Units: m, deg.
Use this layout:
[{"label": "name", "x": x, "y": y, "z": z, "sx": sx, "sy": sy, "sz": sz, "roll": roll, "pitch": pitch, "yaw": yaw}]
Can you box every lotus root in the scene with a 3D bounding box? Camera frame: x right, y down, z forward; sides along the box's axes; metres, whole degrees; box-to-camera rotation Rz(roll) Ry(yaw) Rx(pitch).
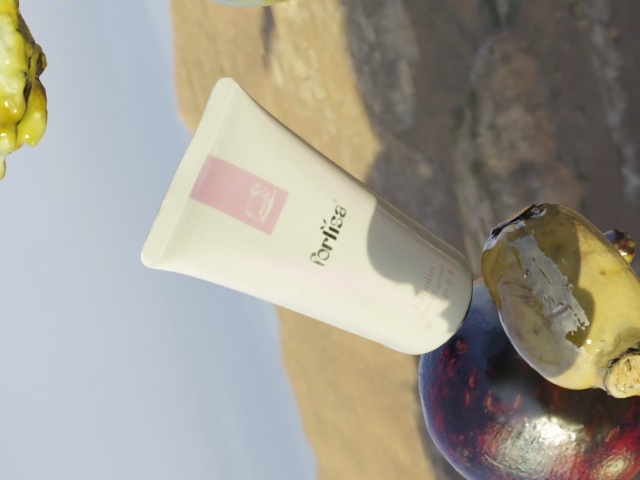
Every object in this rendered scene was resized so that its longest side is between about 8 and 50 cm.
[{"label": "lotus root", "x": 0.231, "y": 0.063, "z": 1.408, "sx": 0.221, "sy": 0.118, "sz": 0.125, "roll": 58, "pitch": 134, "yaw": 16}]

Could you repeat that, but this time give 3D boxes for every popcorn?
[{"label": "popcorn", "x": -0.500, "y": -0.177, "z": 1.980, "sx": 0.292, "sy": 0.334, "sz": 0.293, "roll": 6, "pitch": 143, "yaw": 52}]

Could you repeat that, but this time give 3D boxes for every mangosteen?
[{"label": "mangosteen", "x": 0.276, "y": 0.152, "z": 1.845, "sx": 0.359, "sy": 0.306, "sz": 0.306, "roll": 110, "pitch": 153, "yaw": -51}]

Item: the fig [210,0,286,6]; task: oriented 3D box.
[{"label": "fig", "x": -0.086, "y": -0.362, "z": 1.373, "sx": 0.316, "sy": 0.316, "sz": 0.316, "roll": -15, "pitch": -90, "yaw": -88}]

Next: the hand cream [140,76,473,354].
[{"label": "hand cream", "x": 0.000, "y": 0.000, "z": 1.482, "sx": 0.359, "sy": 0.185, "sz": 0.118, "roll": 28, "pitch": 174, "yaw": -39}]
